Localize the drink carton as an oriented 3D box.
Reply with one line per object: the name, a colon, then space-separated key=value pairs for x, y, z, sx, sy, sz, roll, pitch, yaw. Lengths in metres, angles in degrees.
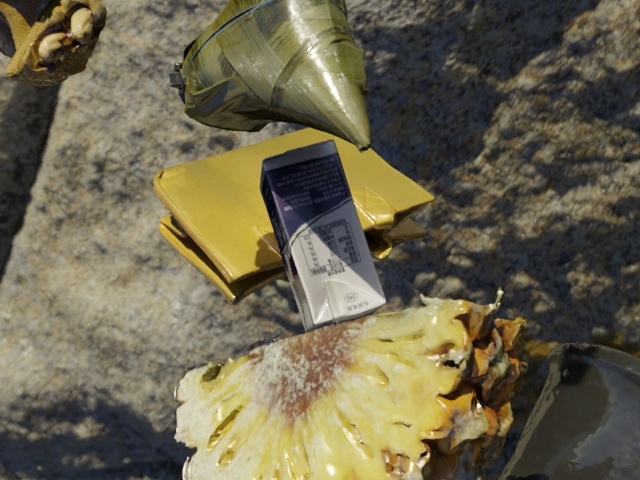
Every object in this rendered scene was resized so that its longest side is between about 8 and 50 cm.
drink carton: x=0.000 y=0.001 z=1.083 sx=0.134 sy=0.102 sz=0.222 roll=123 pitch=130 yaw=-76

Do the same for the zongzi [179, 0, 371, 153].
zongzi: x=-0.055 y=-0.155 z=0.948 sx=0.251 sy=0.125 sz=0.274 roll=-37 pitch=58 yaw=39

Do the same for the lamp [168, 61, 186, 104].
lamp: x=-0.187 y=-0.305 z=1.596 sx=0.227 sy=0.172 sz=0.147 roll=-7 pitch=91 yaw=32

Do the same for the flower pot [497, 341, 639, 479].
flower pot: x=0.330 y=0.338 z=0.947 sx=0.379 sy=0.251 sz=0.379 roll=44 pitch=159 yaw=22

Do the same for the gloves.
gloves: x=-0.421 y=-0.342 z=1.282 sx=0.356 sy=0.155 sz=0.203 roll=35 pitch=132 yaw=51

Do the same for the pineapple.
pineapple: x=0.073 y=0.203 z=0.751 sx=0.344 sy=0.209 sz=0.286 roll=-21 pitch=148 yaw=36

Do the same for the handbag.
handbag: x=-0.044 y=-0.043 z=1.359 sx=0.283 sy=0.401 sz=0.133 roll=39 pitch=135 yaw=39
